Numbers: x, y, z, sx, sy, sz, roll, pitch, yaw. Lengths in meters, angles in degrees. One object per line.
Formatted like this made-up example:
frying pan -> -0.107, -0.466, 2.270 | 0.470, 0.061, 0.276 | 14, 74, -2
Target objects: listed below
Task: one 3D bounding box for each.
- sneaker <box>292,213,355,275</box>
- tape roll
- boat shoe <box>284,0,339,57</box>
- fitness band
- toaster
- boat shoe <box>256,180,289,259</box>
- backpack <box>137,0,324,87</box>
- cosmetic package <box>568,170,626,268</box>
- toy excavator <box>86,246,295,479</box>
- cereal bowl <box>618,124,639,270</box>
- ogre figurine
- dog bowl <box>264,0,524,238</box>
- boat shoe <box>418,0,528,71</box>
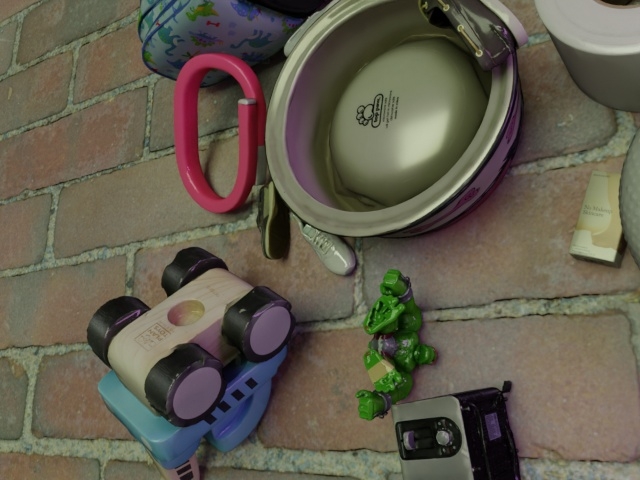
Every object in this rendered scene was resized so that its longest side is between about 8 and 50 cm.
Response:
sneaker -> 0.000, 0.000, 1.062 | 0.054, 0.061, 0.152 | -47, 57, 12
tape roll -> 0.410, -0.306, 0.807 | 0.246, 0.169, 0.246 | -11, 70, 32
boat shoe -> -0.003, -0.372, 1.135 | 0.063, 0.066, 0.184 | 13, 56, 27
fitness band -> -0.190, -0.193, 1.184 | 0.208, 0.054, 0.291 | 18, 114, 34
toaster -> 0.175, 0.270, 0.798 | 0.110, 0.185, 0.168 | -16, 75, 32
boat shoe -> -0.087, -0.033, 1.139 | 0.049, 0.056, 0.152 | -17, 57, 35
backpack -> -0.198, -0.442, 1.205 | 0.355, 0.290, 0.274 | 5, 89, 43
cosmetic package -> 0.367, -0.028, 0.830 | 0.060, 0.041, 0.115 | 12, 83, 37
toy excavator -> -0.223, 0.305, 1.040 | 0.222, 0.445, 0.433 | 25, 49, 38
cereal bowl -> 0.485, -0.057, 0.663 | 0.338, 0.141, 0.339 | -4, 83, 29
ogre figurine -> 0.104, 0.149, 0.909 | 0.096, 0.118, 0.197 | -16, 69, 25
dog bowl -> 0.118, -0.185, 0.982 | 0.407, 0.150, 0.408 | -10, 71, 32
boat shoe -> 0.169, -0.308, 0.841 | 0.068, 0.081, 0.228 | -42, 59, 11
